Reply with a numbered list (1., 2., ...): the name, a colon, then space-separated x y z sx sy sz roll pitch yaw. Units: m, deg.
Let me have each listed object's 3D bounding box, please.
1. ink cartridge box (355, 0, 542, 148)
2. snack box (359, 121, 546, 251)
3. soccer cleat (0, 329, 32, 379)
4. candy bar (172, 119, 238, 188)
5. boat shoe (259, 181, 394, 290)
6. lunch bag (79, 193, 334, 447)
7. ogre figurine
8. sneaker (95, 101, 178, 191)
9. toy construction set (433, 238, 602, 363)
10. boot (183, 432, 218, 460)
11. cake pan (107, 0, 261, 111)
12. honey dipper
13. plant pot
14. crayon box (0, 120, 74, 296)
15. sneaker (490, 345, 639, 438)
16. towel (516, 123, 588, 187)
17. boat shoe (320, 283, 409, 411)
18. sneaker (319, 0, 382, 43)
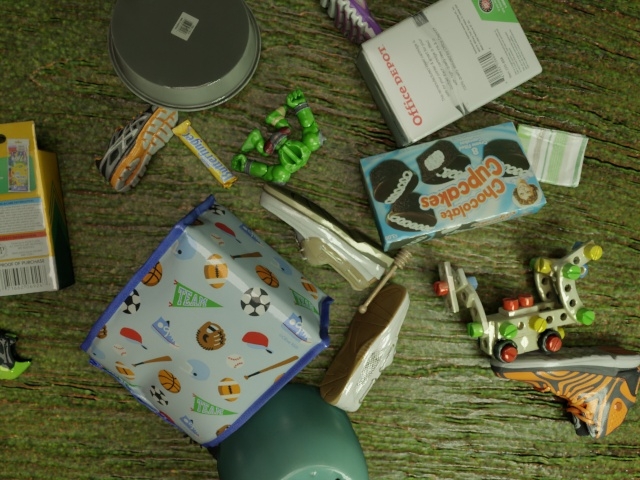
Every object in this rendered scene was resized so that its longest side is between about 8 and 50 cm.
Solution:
1. ink cartridge box: 0.240 -0.342 1.030 0.289 0.121 0.211 -28 95 -1
2. snack box: 0.256 -0.109 1.045 0.321 0.060 0.187 -15 72 -2
3. soccer cleat: -0.655 0.198 1.050 0.072 0.060 0.179 -38 101 -10
4. candy bar: -0.231 -0.172 1.063 0.040 0.018 0.161 -43 95 -20
5. boat shoe: 0.000 0.000 1.028 0.302 0.113 0.103 32 103 -15
6. lunch bag: -0.217 0.167 0.975 0.327 0.239 0.385 40 107 -6
7. ogre figurine: -0.076 -0.187 1.037 0.197 0.097 0.118 -43 83 -11
8. sneaker: -0.361 -0.202 1.030 0.083 0.084 0.215 34 85 14
9. toy construction set: 0.397 0.118 1.051 0.327 0.151 0.215 -5 101 0
10. boot: -0.216 0.384 1.090 0.099 0.045 0.121 42 89 1
11. cake pan: -0.260 -0.393 1.000 0.293 0.054 0.293 1 80 -7
12. honey dipper: 0.129 0.084 1.085 0.030 0.030 0.161 41 83 -5
13. plant pot: -0.041 0.449 0.981 0.292 0.235 0.293 -1 94 -13
14. crayon box: -0.615 -0.055 1.020 0.203 0.083 0.323 -6 94 -3
15. sneaker: 0.509 0.316 1.083 0.320 0.124 0.180 2 92 -3
16. towel: 0.478 -0.178 1.103 0.151 0.023 0.113 10 92 -4
17. boat shoe: 0.107 0.221 1.079 0.096 0.098 0.277 38 82 -30
18. sneaker: 0.048 -0.493 1.030 0.104 0.095 0.236 -43 94 -8
